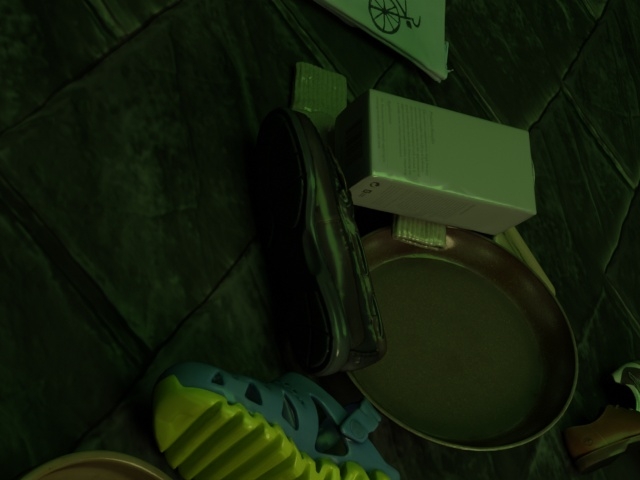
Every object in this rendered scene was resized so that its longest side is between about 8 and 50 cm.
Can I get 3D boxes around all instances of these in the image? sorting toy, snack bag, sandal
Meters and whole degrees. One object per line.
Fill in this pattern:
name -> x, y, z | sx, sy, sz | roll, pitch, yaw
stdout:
sorting toy -> 0.273, 0.045, 1.434 | 0.193, 0.038, 0.208 | 55, 15, -12
snack bag -> 0.063, -0.422, 1.476 | 0.342, 0.037, 0.323 | 25, 56, -36
sandal -> -0.038, 0.190, 1.045 | 0.317, 0.126, 0.138 | 35, 39, -36

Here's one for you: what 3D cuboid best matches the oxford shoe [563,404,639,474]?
oxford shoe -> 0.437, 0.260, 1.483 | 0.212, 0.076, 0.076 | -12, 59, -26

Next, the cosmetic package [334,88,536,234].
cosmetic package -> 0.136, -0.088, 1.236 | 0.231, 0.085, 0.117 | 13, 64, -26

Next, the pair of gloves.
pair of gloves -> 0.061, -0.109, 1.278 | 0.240, 0.042, 0.204 | 21, 56, -14

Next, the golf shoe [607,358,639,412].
golf shoe -> 0.478, 0.278, 1.566 | 0.094, 0.077, 0.198 | -11, 81, -25

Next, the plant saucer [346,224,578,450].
plant saucer -> 0.149, 0.113, 1.229 | 0.311, 0.050, 0.310 | 10, 50, -12

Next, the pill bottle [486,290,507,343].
pill bottle -> 0.199, 0.135, 1.321 | 0.087, 0.087, 0.160 | 45, 46, -22

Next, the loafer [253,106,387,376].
loafer -> 0.000, 0.000, 1.156 | 0.095, 0.109, 0.302 | 1, 70, -38

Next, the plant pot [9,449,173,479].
plant pot -> -0.198, 0.292, 0.829 | 0.237, 0.110, 0.237 | 20, 59, -38
